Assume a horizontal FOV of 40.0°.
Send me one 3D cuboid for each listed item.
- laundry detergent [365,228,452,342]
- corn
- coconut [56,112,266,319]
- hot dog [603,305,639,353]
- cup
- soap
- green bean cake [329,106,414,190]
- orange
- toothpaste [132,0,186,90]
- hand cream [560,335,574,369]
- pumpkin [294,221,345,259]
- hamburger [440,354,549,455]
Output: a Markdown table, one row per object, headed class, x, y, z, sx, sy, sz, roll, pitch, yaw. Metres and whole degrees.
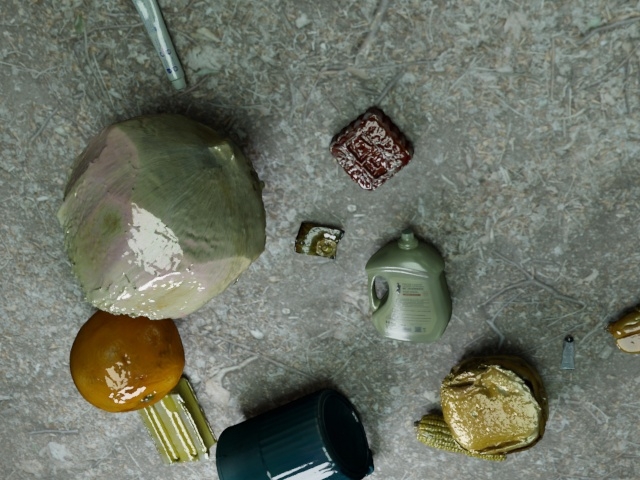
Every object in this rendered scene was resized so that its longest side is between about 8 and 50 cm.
| class | x | y | z | sx | sy | sz | roll | pitch | yaw |
| --- | --- | --- | --- | --- | --- | --- | --- | --- | --- |
| laundry detergent | 0.186 | 0.091 | 1.859 | 0.181 | 0.091 | 0.253 | 3 | 121 | 17 |
| corn | 0.331 | 0.460 | 2.050 | 0.238 | 0.080 | 0.080 | 15 | 122 | -1 |
| coconut | -0.283 | -0.067 | 1.696 | 0.404 | 0.405 | 0.405 | 5 | 121 | 9 |
| hot dog | 0.722 | 0.169 | 1.805 | 0.269 | 0.072 | 0.109 | -11 | 115 | 16 |
| cup | -0.042 | 0.523 | 2.071 | 0.292 | 0.242 | 0.308 | -29 | 108 | 23 |
| soap | -0.362 | 0.452 | 2.191 | 0.135 | 0.076 | 0.233 | -10 | 118 | 17 |
| green bean cake | 0.100 | -0.178 | 1.741 | 0.135 | 0.056 | 0.135 | -36 | 108 | 27 |
| orange | -0.438 | 0.264 | 1.992 | 0.261 | 0.261 | 0.261 | 5 | 121 | 9 |
| toothpaste | -0.313 | -0.398 | 1.715 | 0.052 | 0.033 | 0.218 | -15 | 113 | 15 |
| hand cream | 0.542 | 0.246 | 1.921 | 0.030 | 0.019 | 0.093 | 0 | 126 | 10 |
| pumpkin | -0.001 | -0.002 | 1.880 | 0.101 | 0.035 | 0.073 | 14 | 110 | 7 |
| hamburger | 0.383 | 0.357 | 1.929 | 0.244 | 0.163 | 0.244 | 7 | 108 | 20 |
